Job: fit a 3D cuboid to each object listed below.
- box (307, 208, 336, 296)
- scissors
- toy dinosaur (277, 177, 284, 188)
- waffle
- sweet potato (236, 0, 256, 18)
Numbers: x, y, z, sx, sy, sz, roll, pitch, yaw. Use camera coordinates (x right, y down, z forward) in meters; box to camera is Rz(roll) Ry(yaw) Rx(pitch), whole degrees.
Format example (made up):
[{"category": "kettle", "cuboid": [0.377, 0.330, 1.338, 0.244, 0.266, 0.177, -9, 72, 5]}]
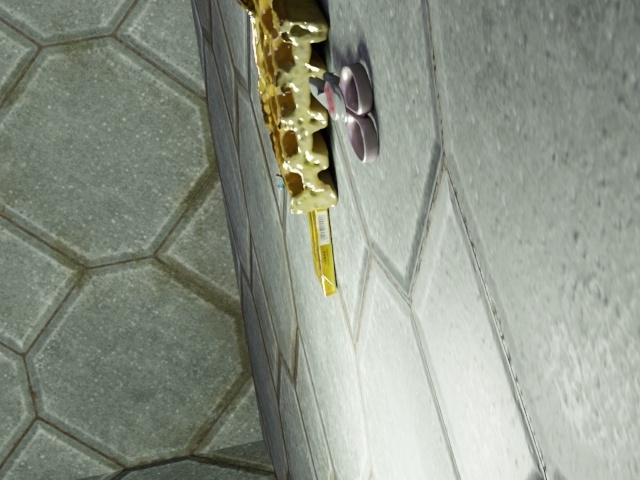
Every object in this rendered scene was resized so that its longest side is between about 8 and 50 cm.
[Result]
[{"category": "box", "cuboid": [0.000, 0.000, 2.102, 0.089, 0.022, 0.156, -111, 13, -60]}, {"category": "scissors", "cuboid": [0.026, -0.173, 1.667, 0.242, 0.030, 0.118, -134, 34, -68]}, {"category": "toy dinosaur", "cuboid": [-0.040, -0.119, 2.114, 0.197, 0.045, 0.080, -93, 12, -71]}, {"category": "waffle", "cuboid": [-0.050, -0.256, 1.930, 0.304, 0.077, 0.348, -108, 11, -46]}, {"category": "sweet potato", "cuboid": [-0.117, -0.377, 1.859, 0.153, 0.038, 0.041, 69, -170, 21]}]
